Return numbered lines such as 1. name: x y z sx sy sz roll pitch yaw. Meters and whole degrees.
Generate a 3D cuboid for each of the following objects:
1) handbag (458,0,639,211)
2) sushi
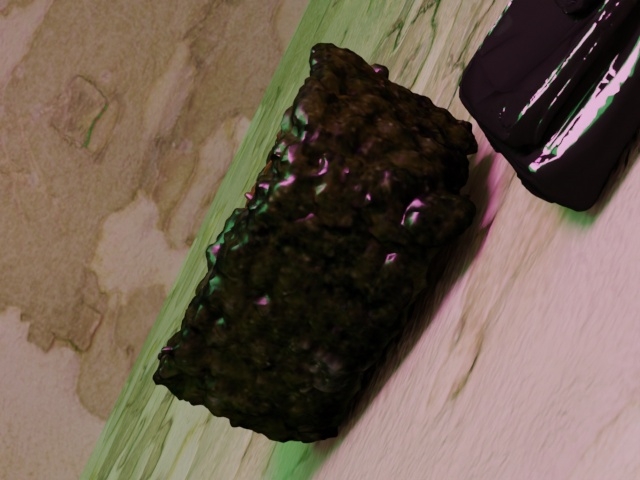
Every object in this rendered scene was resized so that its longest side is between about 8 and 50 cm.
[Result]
1. handbag: 0.202 -0.158 1.334 0.244 0.088 0.275 -56 10 11
2. sushi: 0.000 0.000 1.635 0.352 0.178 0.294 -59 7 34
